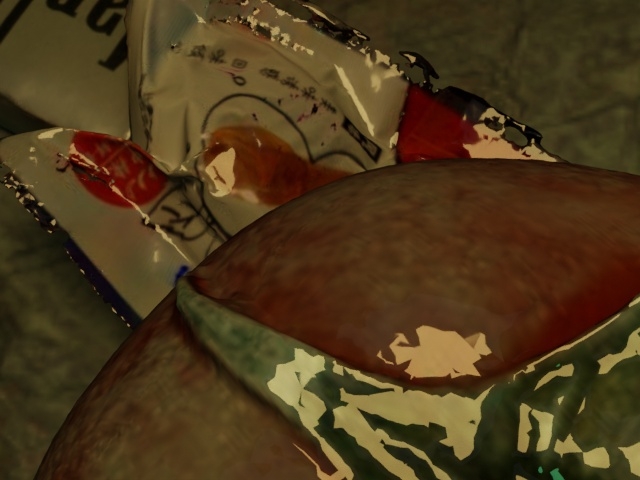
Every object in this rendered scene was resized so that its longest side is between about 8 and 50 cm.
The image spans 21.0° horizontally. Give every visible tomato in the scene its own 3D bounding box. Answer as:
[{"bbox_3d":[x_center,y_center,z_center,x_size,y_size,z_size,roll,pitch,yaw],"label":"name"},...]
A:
[{"bbox_3d":[0.059,0.130,0.516,0.316,0.282,0.317,-2,61,3],"label":"tomato"}]

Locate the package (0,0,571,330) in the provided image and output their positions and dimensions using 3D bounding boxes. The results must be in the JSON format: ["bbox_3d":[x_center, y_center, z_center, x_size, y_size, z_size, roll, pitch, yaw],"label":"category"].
[{"bbox_3d":[0.000,0.000,0.715,0.269,0.071,0.194,36,79,-1],"label":"package"}]

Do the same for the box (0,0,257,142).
[{"bbox_3d":[-0.131,-0.108,0.792,0.177,0.036,0.115,27,67,15],"label":"box"}]
